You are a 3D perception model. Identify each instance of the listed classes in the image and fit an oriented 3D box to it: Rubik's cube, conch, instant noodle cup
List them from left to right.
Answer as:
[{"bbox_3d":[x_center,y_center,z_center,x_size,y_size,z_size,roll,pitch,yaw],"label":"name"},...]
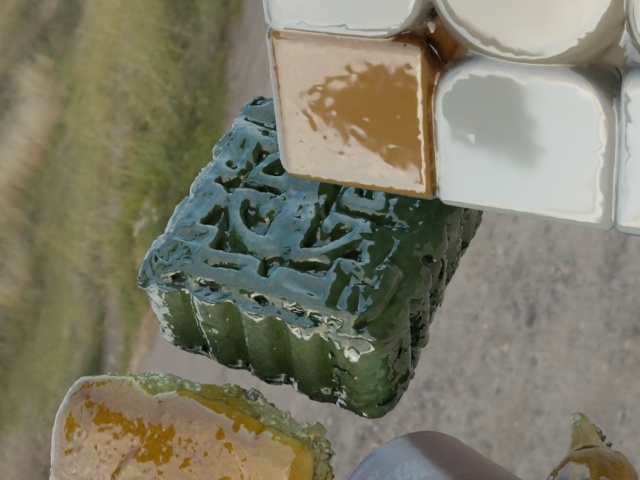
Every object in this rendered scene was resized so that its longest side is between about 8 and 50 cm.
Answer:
[{"bbox_3d":[0.125,0.305,1.122,0.178,0.235,0.234,36,108,61],"label":"instant noodle cup"},{"bbox_3d":[0.281,0.267,1.255,0.330,0.093,0.109,-82,16,-64],"label":"conch"},{"bbox_3d":[0.177,-0.238,0.740,0.346,0.344,0.347,-53,-36,-46],"label":"Rubik's cube"}]

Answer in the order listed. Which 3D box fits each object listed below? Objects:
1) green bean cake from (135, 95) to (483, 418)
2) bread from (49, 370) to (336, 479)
[{"bbox_3d":[0.000,0.000,1.004,0.255,0.241,0.132,-59,-25,-31],"label":"green bean cake"},{"bbox_3d":[-0.109,0.203,0.973,0.121,0.245,0.174,-7,-68,-74],"label":"bread"}]
